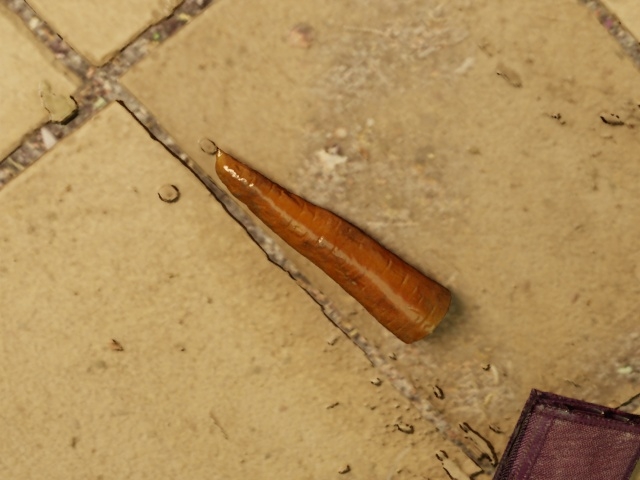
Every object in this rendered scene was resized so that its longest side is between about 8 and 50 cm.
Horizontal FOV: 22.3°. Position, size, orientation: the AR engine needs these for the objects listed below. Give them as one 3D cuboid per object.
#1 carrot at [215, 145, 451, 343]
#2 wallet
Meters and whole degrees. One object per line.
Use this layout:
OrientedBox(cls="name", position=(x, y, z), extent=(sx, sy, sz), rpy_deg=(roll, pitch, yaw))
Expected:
OrientedBox(cls="carrot", position=(0.000, 0.000, 1.287), extent=(0.224, 0.057, 0.057), rpy_deg=(36, 116, -13))
OrientedBox(cls="wallet", position=(0.209, 0.209, 1.405), extent=(0.111, 0.030, 0.165), rpy_deg=(15, 120, -4))
